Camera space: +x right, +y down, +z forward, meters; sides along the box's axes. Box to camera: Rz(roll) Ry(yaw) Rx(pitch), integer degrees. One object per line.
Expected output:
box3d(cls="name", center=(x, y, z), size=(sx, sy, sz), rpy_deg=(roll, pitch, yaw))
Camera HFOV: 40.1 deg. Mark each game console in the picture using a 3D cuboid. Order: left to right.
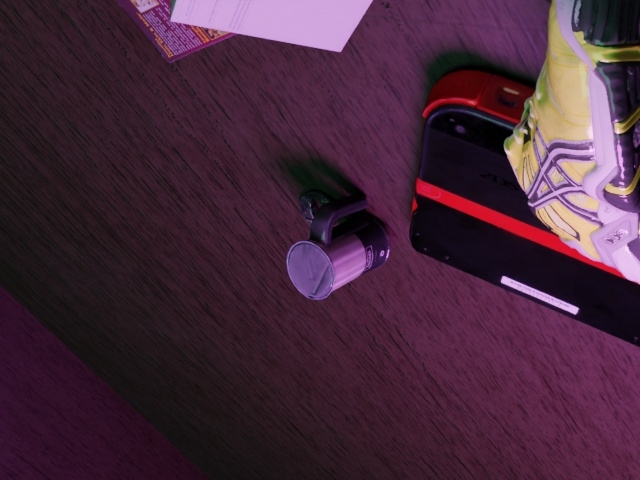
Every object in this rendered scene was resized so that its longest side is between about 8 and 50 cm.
box3d(cls="game console", center=(0.290, -0.021, 1.020), size=(0.386, 0.060, 0.342), rpy_deg=(24, 153, 16))

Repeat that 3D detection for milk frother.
box3d(cls="milk frother", center=(0.000, 0.000, 1.238), size=(0.143, 0.134, 0.129), rpy_deg=(0, 106, 40))

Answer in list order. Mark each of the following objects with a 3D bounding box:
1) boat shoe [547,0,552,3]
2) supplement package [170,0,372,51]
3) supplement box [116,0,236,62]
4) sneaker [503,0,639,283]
box3d(cls="boat shoe", center=(0.208, -0.235, 0.707), size=(0.342, 0.123, 0.123), rpy_deg=(20, 148, 9))
box3d(cls="supplement package", center=(-0.046, -0.265, 0.841), size=(0.179, 0.105, 0.105), rpy_deg=(7, 155, -18))
box3d(cls="supplement box", center=(-0.135, -0.286, 0.997), size=(0.188, 0.081, 0.104), rpy_deg=(-6, 133, 48))
box3d(cls="sneaker", center=(0.218, -0.087, 0.732), size=(0.147, 0.145, 0.385), rpy_deg=(21, 158, 31))
